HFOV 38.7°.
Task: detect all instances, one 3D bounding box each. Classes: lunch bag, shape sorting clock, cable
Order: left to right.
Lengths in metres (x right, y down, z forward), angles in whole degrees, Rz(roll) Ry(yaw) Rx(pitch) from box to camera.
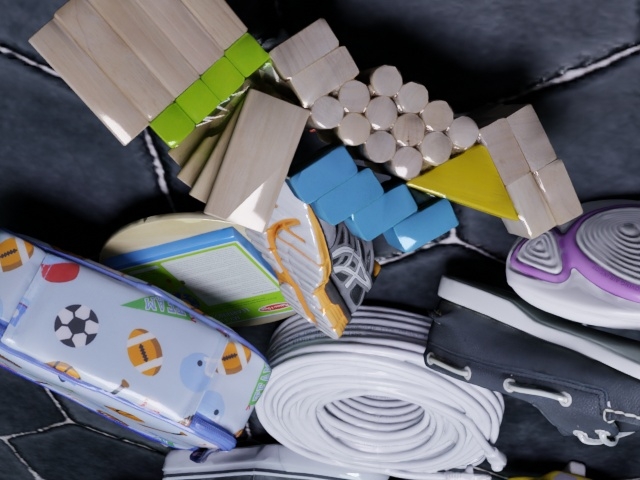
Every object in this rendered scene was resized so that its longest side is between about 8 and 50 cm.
[{"bbox_3d":[-0.202,0.109,0.870,0.303,0.115,0.243,31,159,-13],"label":"lunch bag"},{"bbox_3d":[-0.102,0.030,0.852,0.206,0.040,0.206,4,145,3],"label":"shape sorting clock"},{"bbox_3d":[0.060,0.160,0.947,0.257,0.089,0.257,-1,141,16],"label":"cable"}]

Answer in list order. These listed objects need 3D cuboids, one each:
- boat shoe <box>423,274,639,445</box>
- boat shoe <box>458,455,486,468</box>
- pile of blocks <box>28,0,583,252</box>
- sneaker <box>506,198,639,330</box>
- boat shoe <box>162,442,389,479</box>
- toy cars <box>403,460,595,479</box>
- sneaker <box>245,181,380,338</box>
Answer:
[{"bbox_3d":[0.211,0.113,0.732,0.114,0.091,0.302,10,-171,-41],"label":"boat shoe"},{"bbox_3d":[0.147,0.247,1.085,0.100,0.035,0.035,2,146,21],"label":"boat shoe"},{"bbox_3d":[-0.008,-0.073,0.618,0.362,0.149,0.112,23,-178,-12],"label":"pile of blocks"},{"bbox_3d":[0.301,0.050,0.721,0.305,0.114,0.152,3,142,10],"label":"sneaker"},{"bbox_3d":[-0.060,0.321,1.142,0.335,0.119,0.121,-12,156,34],"label":"boat shoe"},{"bbox_3d":[0.213,0.336,1.150,0.394,0.087,0.176,-14,132,33],"label":"toy cars"},{"bbox_3d":[0.000,0.000,0.741,0.084,0.083,0.215,37,163,24],"label":"sneaker"}]
